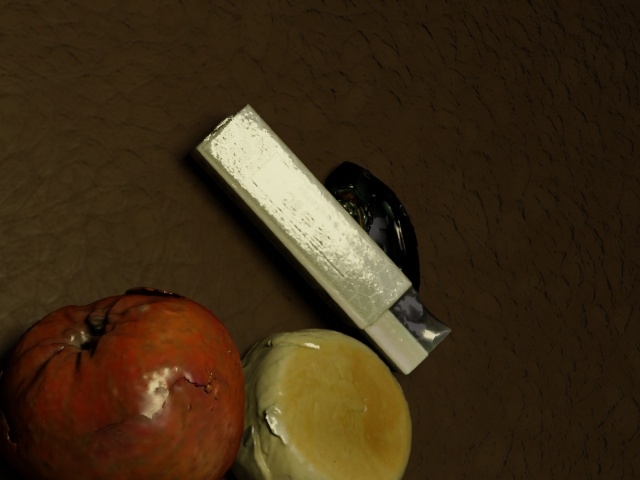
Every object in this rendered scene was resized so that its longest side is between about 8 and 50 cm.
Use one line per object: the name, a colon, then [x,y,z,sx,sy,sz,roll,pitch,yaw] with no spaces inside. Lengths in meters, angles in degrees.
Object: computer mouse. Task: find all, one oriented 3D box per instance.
computer mouse: [0.079,-0.003,1.924,0.147,0.077,0.241,-15,84,-38]

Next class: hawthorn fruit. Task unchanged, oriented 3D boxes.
hawthorn fruit: [-0.202,0.203,1.535,0.276,0.276,0.307,-63,143,-34]

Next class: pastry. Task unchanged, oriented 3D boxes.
pastry: [-0.004,0.229,1.737,0.265,0.133,0.264,15,64,-33]

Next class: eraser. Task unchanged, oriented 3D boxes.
eraser: [0.000,0.000,1.805,0.096,0.098,0.404,-44,98,-10]
